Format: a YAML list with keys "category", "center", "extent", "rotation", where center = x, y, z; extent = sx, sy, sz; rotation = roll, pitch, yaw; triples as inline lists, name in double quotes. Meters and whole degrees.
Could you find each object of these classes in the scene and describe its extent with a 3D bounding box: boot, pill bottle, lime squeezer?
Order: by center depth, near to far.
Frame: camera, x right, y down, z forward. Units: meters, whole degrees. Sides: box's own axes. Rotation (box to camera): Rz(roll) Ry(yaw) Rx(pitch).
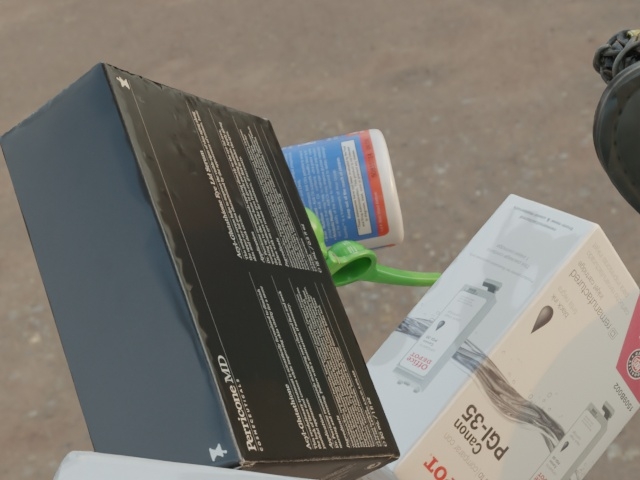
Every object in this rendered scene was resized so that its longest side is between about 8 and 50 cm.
- category: "boot"
  center: [0.213, -0.065, 0.713]
  extent: [0.263, 0.091, 0.229]
  rotation: [16, 20, -26]
- category: "lime squeezer"
  center: [0.000, 0.000, 1.217]
  extent: [0.059, 0.310, 0.110]
  rotation: [-51, 24, 14]
- category: "pill bottle"
  center: [-0.034, -0.034, 1.318]
  extent: [0.221, 0.124, 0.124]
  rotation: [-12, 23, 0]

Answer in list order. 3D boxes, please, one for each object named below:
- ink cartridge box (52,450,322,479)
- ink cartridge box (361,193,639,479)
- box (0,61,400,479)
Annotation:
- category: "ink cartridge box"
  center: [0.094, 0.215, 0.445]
  extent: [0.395, 0.285, 0.166]
  rotation: [-2, 56, 41]
- category: "ink cartridge box"
  center: [0.166, 0.135, 1.166]
  extent: [0.283, 0.207, 0.117]
  rotation: [-49, 37, -12]
- category: "box"
  center: [-0.075, 0.038, 0.821]
  extent: [0.103, 0.261, 0.184]
  rotation: [-30, -22, 23]
